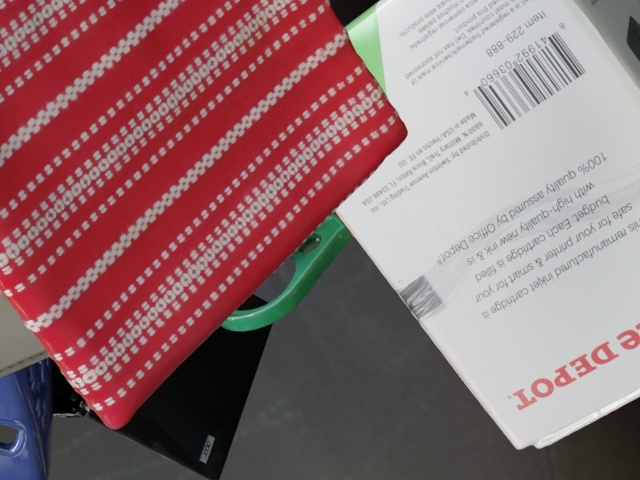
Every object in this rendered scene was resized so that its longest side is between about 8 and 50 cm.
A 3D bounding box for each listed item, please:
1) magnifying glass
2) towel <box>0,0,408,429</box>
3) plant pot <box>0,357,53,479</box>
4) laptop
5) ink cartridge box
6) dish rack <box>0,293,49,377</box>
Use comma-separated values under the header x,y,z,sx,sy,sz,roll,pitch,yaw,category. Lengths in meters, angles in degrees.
x,y,z,sx,sy,sz,roll,pitch,yaw,category
0.000,0.000,1.281,0.231,0.092,0.026,-33,129,-6,magnifying glass
-0.080,-0.091,0.557,0.031,0.275,0.199,7,-136,49,towel
-0.353,0.069,1.262,0.236,0.236,0.212,-1,128,-8,plant pot
-0.219,0.130,1.602,0.264,0.234,0.136,-4,137,27,laptop
0.135,-0.044,0.925,0.211,0.289,0.121,-34,-174,30,ink cartridge box
-0.189,-0.026,1.059,0.333,0.072,0.286,-23,134,-39,dish rack
